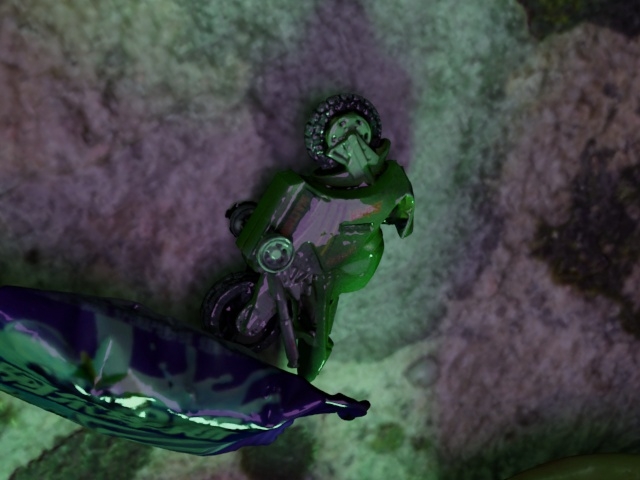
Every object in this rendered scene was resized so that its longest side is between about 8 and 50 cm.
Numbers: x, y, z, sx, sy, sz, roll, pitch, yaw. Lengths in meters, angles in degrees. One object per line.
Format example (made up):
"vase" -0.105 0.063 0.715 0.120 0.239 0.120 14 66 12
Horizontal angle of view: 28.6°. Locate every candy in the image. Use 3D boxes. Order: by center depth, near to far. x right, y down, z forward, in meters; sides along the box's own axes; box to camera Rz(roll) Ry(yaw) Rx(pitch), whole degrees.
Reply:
"candy" -0.118 0.084 0.786 0.275 0.145 0.070 18 61 -18

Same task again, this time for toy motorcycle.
"toy motorcycle" 0.000 0.000 0.820 0.106 0.074 0.190 26 99 -27

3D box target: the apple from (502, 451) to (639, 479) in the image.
"apple" 0.215 0.305 0.831 0.319 0.319 0.277 -19 119 -7
